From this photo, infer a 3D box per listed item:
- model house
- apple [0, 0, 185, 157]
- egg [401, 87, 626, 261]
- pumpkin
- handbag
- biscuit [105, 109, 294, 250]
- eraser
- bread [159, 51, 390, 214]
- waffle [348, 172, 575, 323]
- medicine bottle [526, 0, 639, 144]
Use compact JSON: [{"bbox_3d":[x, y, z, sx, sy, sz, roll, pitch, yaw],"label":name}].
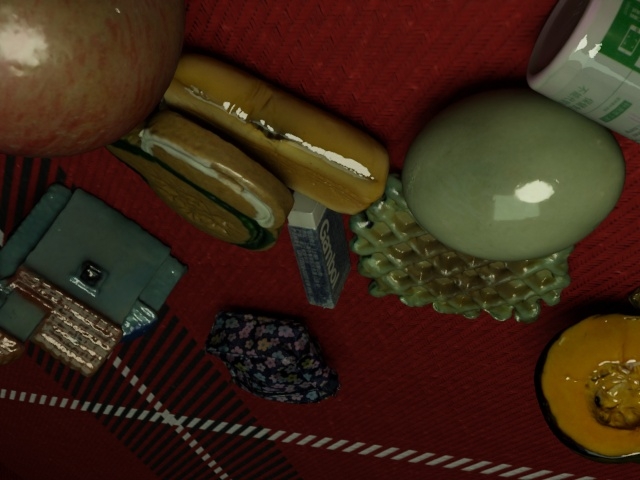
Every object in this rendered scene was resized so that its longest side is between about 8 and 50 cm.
[{"bbox_3d":[-0.444,0.118,1.266,0.295,0.329,0.252,36,139,-16],"label":"model house"},{"bbox_3d":[-0.301,-0.249,0.739,0.345,0.344,0.269,35,121,-18],"label":"apple"},{"bbox_3d":[0.201,-0.070,0.800,0.253,0.186,0.186,0,141,50],"label":"egg"},{"bbox_3d":[0.473,0.187,1.014,0.325,0.241,0.232,-5,166,26],"label":"pumpkin"},{"bbox_3d":[-0.083,0.221,1.379,0.229,0.126,0.207,2,146,25],"label":"handbag"},{"bbox_3d":[-0.177,-0.079,0.996,0.287,0.057,0.344,34,165,-8],"label":"biscuit"},{"bbox_3d":[0.000,0.000,1.083,0.046,0.091,0.212,9,141,19],"label":"eraser"},{"bbox_3d":[-0.057,-0.136,0.933,0.305,0.091,0.142,26,160,-5],"label":"bread"},{"bbox_3d":[0.191,0.016,1.032,0.310,0.056,0.291,11,143,13],"label":"waffle"},{"bbox_3d":[0.342,-0.142,0.686,0.274,0.133,0.133,25,144,-4],"label":"medicine bottle"}]
